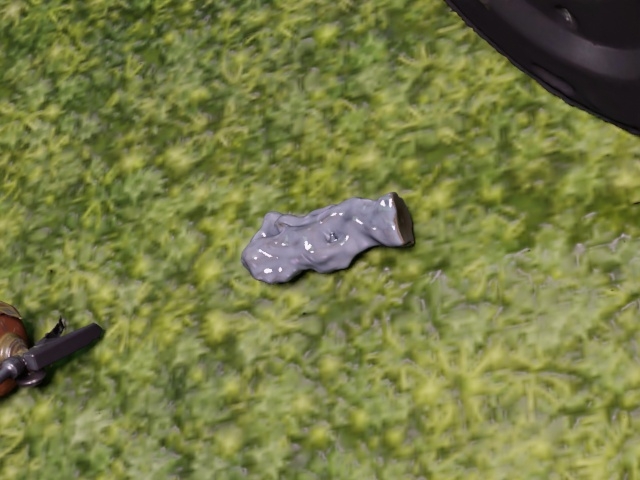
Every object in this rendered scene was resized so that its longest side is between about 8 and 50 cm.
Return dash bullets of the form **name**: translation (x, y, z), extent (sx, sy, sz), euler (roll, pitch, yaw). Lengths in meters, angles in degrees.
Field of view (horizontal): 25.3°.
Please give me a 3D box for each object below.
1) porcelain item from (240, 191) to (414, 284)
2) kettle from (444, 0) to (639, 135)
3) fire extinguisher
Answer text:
- **porcelain item**: translation (0.000, 0.000, 0.650), extent (0.083, 0.028, 0.036), euler (-13, 41, 21)
- **kettle**: translation (0.181, -0.223, 0.551), extent (0.203, 0.262, 0.308), euler (41, 82, 11)
- **fire extinguisher**: translation (-0.195, 0.050, 0.707), extent (0.177, 0.050, 0.062), euler (3, 25, 27)
